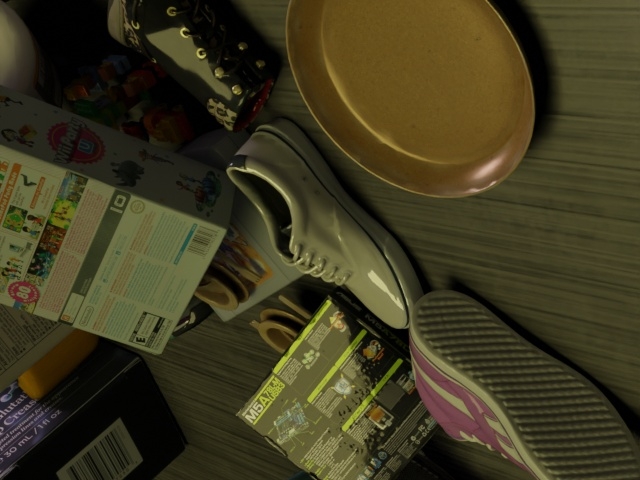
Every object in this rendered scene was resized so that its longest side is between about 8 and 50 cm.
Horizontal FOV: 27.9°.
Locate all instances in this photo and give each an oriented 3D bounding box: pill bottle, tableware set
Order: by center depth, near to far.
[{"bbox_3d":[-0.082,0.085,1.481,0.194,0.039,0.128,34,153,-5],"label":"tableware set"},{"bbox_3d":[-0.385,-0.176,1.483,0.162,0.162,0.278,47,174,3],"label":"pill bottle"}]

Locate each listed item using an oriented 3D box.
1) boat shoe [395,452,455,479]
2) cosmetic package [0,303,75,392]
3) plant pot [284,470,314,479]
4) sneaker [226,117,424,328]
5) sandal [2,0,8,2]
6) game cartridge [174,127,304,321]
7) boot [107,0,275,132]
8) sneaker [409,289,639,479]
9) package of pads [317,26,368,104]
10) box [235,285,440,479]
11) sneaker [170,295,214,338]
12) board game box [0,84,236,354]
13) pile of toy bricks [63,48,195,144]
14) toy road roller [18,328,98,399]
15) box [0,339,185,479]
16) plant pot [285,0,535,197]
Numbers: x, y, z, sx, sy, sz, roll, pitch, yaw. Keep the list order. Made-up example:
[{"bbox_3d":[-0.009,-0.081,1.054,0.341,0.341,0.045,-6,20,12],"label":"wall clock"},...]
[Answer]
[{"bbox_3d":[0.188,0.341,1.467,0.340,0.127,0.158,42,145,-6],"label":"boat shoe"},{"bbox_3d":[-0.350,0.039,1.614,0.160,0.309,0.113,54,152,-10],"label":"cosmetic package"},{"bbox_3d":[0.000,0.450,1.713,0.255,0.271,0.272,55,154,17],"label":"plant pot"},{"bbox_3d":[0.000,0.000,1.314,0.258,0.091,0.094,49,151,-2],"label":"sneaker"},{"bbox_3d":[-0.491,-0.320,1.542,0.445,0.167,0.107,4,105,53],"label":"sandal"},{"bbox_3d":[-0.113,-0.018,1.491,0.198,0.062,0.297,46,152,-5],"label":"game cartridge"},{"bbox_3d":[-0.118,-0.214,1.226,0.178,0.085,0.236,42,157,8],"label":"boot"},{"bbox_3d":[0.197,0.180,1.273,0.282,0.102,0.161,47,157,25],"label":"sneaker"},{"bbox_3d":[0.016,-0.160,1.158,0.083,0.032,0.050,55,150,-13],"label":"package of pads"},{"bbox_3d":[0.032,0.178,1.417,0.184,0.045,0.191,39,112,7],"label":"box"},{"bbox_3d":[-0.210,0.075,1.709,0.098,0.083,0.223,58,151,-8],"label":"sneaker"},{"bbox_3d":[-0.269,-0.021,1.354,0.303,0.097,0.224,20,131,-14],"label":"board game box"},{"bbox_3d":[-0.248,-0.142,1.466,0.212,0.105,0.118,11,134,48],"label":"pile of toy bricks"},{"bbox_3d":[-0.447,0.100,1.938,0.240,0.202,0.329,46,156,-3],"label":"toy road roller"},{"bbox_3d":[-0.475,0.306,2.131,0.395,0.293,0.212,15,137,45],"label":"box"},{"bbox_3d":[0.077,-0.142,1.067,0.236,0.032,0.236,25,138,24],"label":"plant pot"}]
